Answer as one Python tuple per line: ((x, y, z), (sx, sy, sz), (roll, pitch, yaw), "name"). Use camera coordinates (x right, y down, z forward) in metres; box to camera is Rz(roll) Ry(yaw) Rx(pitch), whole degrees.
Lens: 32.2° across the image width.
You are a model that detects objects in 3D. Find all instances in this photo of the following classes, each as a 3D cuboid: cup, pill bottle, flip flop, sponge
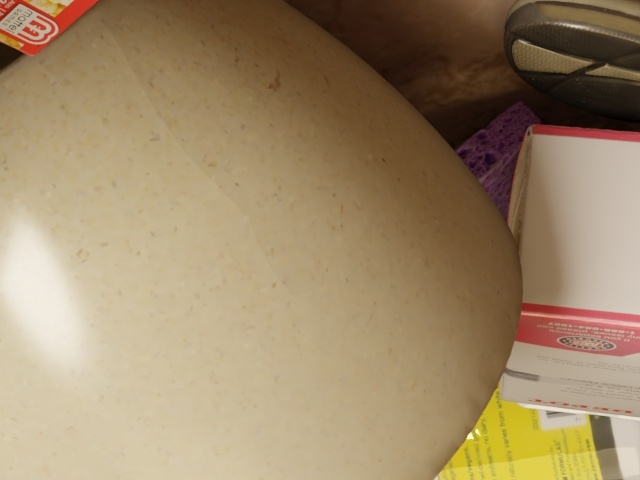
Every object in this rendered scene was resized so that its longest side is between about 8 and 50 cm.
((-0.096, -0.013, 0.553), (0.331, 0.331, 0.237), (-16, 127, 24), "cup")
((0.114, 0.158, 0.969), (0.334, 0.188, 0.188), (-10, 151, 15), "pill bottle")
((0.239, -0.099, 0.633), (0.277, 0.080, 0.112), (17, 156, -4), "flip flop")
((0.061, 0.006, 0.721), (0.210, 0.031, 0.117), (-38, 157, -12), "sponge")

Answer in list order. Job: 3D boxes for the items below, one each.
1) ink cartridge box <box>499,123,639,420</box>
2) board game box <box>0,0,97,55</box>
((0.222, 0.039, 0.717), (0.207, 0.117, 0.283), (5, 163, 10), "ink cartridge box")
((-0.061, -0.174, 0.385), (0.045, 0.147, 0.193), (24, 143, -39), "board game box")
